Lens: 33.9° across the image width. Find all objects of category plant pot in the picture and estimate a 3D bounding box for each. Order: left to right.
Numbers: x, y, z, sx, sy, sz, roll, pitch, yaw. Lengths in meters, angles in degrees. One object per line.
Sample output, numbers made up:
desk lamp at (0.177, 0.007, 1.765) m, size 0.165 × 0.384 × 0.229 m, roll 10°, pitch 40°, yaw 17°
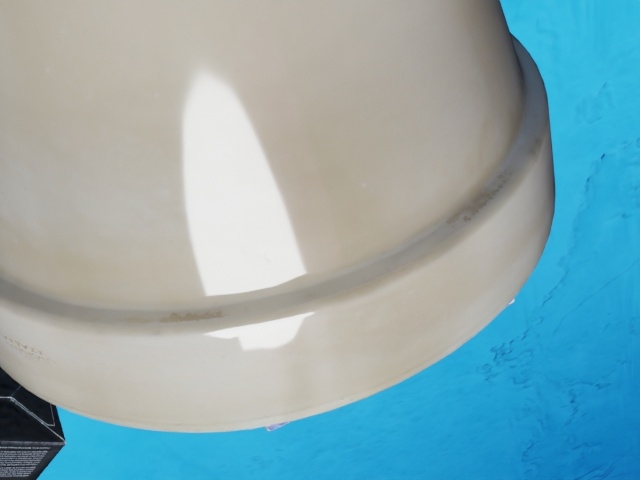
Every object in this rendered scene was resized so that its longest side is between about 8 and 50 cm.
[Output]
plant pot at (-0.057, -0.121, 0.496) m, size 0.323 × 0.323 × 0.280 m, roll -20°, pitch 129°, yaw -9°

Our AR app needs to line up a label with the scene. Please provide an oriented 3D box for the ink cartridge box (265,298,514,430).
ink cartridge box at (0.000, 0.000, 0.779) m, size 0.223 × 0.045 × 0.224 m, roll -28°, pitch 110°, yaw 2°

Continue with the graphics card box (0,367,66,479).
graphics card box at (-0.405, 0.235, 0.884) m, size 0.233 × 0.094 × 0.371 m, roll 11°, pitch 132°, yaw -41°
